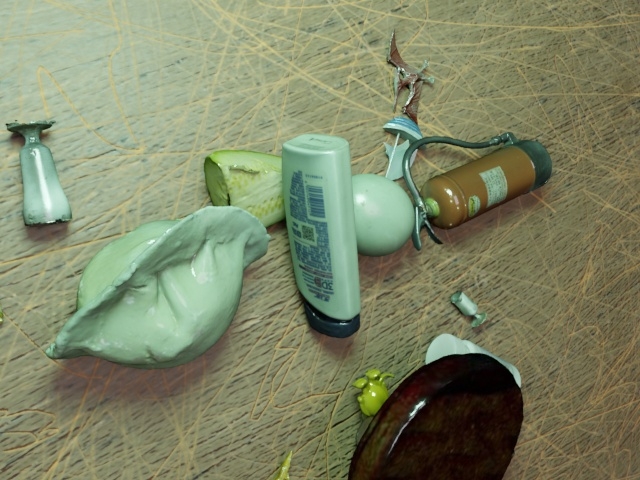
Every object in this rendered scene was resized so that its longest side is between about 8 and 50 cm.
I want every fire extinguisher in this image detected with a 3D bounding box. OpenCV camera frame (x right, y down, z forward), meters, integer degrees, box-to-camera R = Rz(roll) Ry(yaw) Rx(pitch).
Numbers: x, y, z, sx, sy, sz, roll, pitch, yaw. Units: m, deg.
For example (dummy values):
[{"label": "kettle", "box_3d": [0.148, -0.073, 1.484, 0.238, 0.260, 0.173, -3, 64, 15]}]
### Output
[{"label": "fire extinguisher", "box_3d": [0.301, -0.131, 1.198, 0.375, 0.113, 0.200, -25, 71, -25]}]

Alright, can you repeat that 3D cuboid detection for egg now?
[{"label": "egg", "box_3d": [0.093, -0.047, 1.053, 0.192, 0.149, 0.150, 28, 75, -45]}]

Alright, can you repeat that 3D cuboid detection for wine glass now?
[{"label": "wine glass", "box_3d": [0.315, 0.146, 1.221, 0.083, 0.042, 0.039, 42, 34, -15]}, {"label": "wine glass", "box_3d": [-0.423, -0.101, 0.859, 0.072, 0.072, 0.156, -12, 93, -26]}]

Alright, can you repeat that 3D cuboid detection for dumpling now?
[{"label": "dumpling", "box_3d": [-0.252, 0.067, 0.870, 0.321, 0.211, 0.270, -65, 149, -27]}]

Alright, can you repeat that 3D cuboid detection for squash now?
[{"label": "squash", "box_3d": [-0.074, -0.129, 1.007, 0.252, 0.093, 0.170, -28, 139, -24]}]

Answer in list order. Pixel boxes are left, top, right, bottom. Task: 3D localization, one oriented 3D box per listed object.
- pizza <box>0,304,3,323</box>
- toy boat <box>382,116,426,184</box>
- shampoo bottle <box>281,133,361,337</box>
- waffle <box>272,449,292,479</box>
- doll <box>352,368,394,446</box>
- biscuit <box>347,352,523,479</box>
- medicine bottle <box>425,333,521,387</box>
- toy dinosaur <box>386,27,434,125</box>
[{"label": "pizza", "box_3d": [-0.505, 0.087, 0.834, 0.083, 0.025, 0.078, 14, 84, -24]}, {"label": "toy boat", "box_3d": [0.175, -0.180, 1.168, 0.105, 0.034, 0.150, -4, 89, -25]}, {"label": "shampoo bottle", "box_3d": [0.000, 0.000, 0.979, 0.078, 0.134, 0.360, -36, 131, -42]}, {"label": "waffle", "box_3d": [-0.062, 0.491, 1.023, 0.125, 0.032, 0.191, 40, 73, -17]}, {"label": "doll", "box_3d": [0.128, 0.338, 1.092, 0.145, 0.096, 0.188, -2, 84, -34]}, {"label": "biscuit", "box_3d": [0.213, 0.389, 1.036, 0.407, 0.091, 0.408, -14, 114, -34]}, {"label": "medicine bottle", "box_3d": [0.316, 0.270, 1.177, 0.186, 0.102, 0.103, 30, 75, -22]}, {"label": "toy dinosaur", "box_3d": [0.185, -0.331, 1.183, 0.108, 0.032, 0.220, -23, 100, -28]}]
